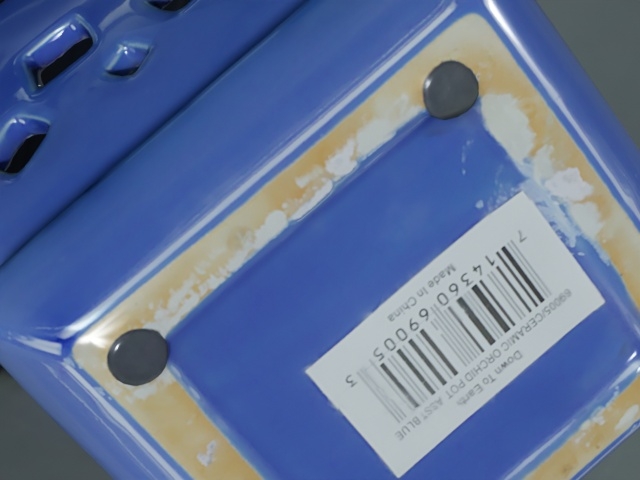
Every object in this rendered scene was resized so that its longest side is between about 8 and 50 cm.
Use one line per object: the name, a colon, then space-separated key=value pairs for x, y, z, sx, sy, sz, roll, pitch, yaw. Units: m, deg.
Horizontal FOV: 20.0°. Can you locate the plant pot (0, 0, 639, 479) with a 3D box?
plant pot: x=0.000 y=0.000 z=0.665 sx=0.236 sy=0.236 sz=0.212 roll=51 pitch=-2 yaw=-28
